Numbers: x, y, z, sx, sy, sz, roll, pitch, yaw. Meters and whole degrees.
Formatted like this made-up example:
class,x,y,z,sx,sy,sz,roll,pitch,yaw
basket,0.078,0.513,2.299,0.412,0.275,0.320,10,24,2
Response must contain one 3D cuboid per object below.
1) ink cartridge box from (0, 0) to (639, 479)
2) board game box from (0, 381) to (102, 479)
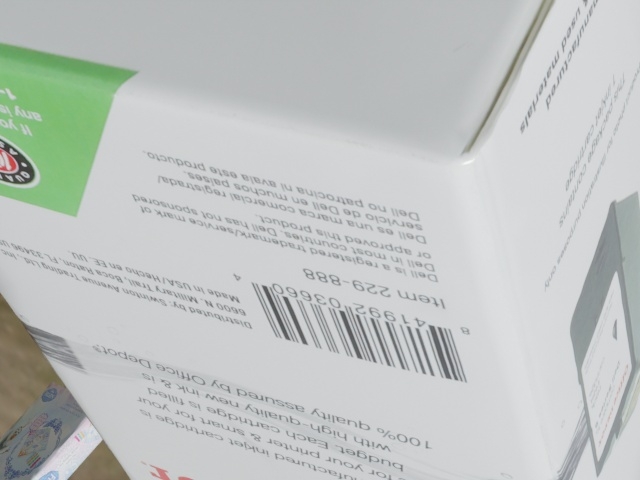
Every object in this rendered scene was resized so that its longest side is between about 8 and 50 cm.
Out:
class,x,y,z,sx,sy,sz,roll,pitch,yaw
ink cartridge box,0.000,0.000,0.533,0.121,0.211,0.289,-62,152,-28
board game box,-0.177,0.134,0.969,0.090,0.090,0.020,-49,114,-16
